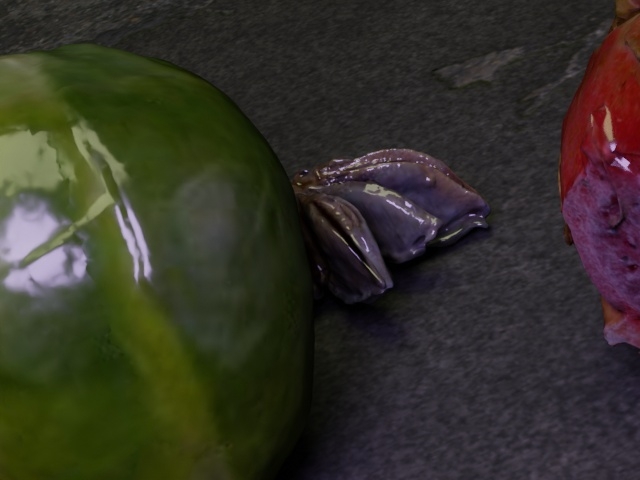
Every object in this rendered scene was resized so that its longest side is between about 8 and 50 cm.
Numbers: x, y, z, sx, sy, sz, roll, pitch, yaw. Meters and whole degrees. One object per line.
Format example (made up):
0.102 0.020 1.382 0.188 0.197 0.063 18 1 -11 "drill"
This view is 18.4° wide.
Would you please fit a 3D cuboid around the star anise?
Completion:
0.000 0.000 1.369 0.236 0.093 0.229 -22 22 -10 "star anise"

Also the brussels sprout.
-0.169 0.031 1.214 0.276 0.315 0.371 -31 17 -35 "brussels sprout"

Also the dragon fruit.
0.273 -0.075 1.138 0.250 0.269 0.291 16 48 35 "dragon fruit"
